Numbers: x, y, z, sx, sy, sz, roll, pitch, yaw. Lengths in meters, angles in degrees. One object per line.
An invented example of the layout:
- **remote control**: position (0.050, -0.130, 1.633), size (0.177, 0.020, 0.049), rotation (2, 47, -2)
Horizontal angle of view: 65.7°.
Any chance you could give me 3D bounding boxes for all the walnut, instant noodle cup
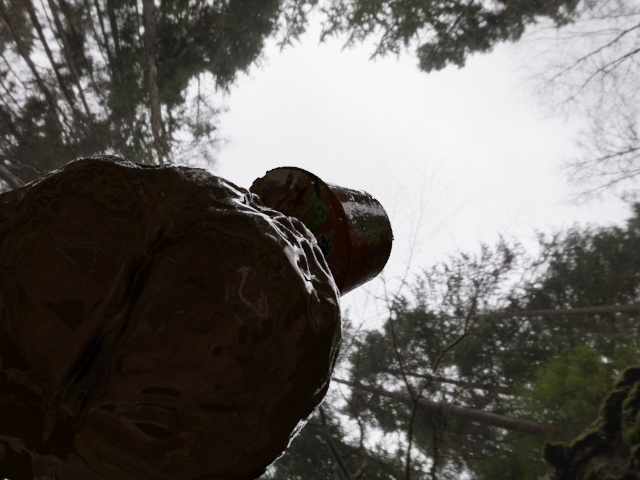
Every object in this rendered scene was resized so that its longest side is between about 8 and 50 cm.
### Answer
- **walnut**: position (-0.157, 0.079, 0.507), size (0.354, 0.398, 0.307), rotation (30, -80, 3)
- **instant noodle cup**: position (0.000, 0.000, 0.794), size (0.182, 0.230, 0.230), rotation (-7, -102, -53)
